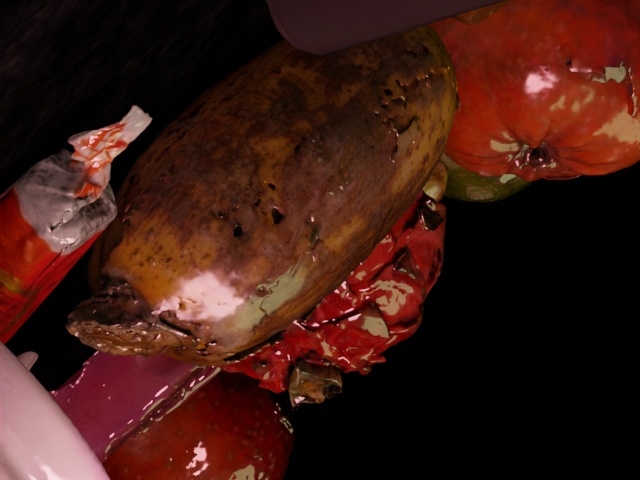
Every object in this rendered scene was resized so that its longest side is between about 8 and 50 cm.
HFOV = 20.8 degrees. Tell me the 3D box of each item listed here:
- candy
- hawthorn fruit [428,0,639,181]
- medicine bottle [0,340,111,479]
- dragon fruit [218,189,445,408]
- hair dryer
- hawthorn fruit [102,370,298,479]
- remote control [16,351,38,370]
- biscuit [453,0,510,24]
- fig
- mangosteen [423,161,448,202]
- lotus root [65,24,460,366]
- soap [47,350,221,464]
[{"bbox_3d":[-0.197,0.016,1.109,0.292,0.059,0.086,-45,177,32],"label":"candy"},{"bbox_3d":[0.236,-0.207,1.789,0.276,0.276,0.307,130,-19,-58],"label":"hawthorn fruit"},{"bbox_3d":[-0.291,0.195,0.971,0.325,0.212,0.212,-42,176,-23],"label":"medicine bottle"},{"bbox_3d":[0.000,0.000,1.609,0.299,0.244,0.244,-59,176,-1],"label":"dragon fruit"},{"bbox_3d":[0.021,-0.176,0.955,0.197,0.089,0.251,-13,171,32],"label":"hair dryer"},{"bbox_3d":[-0.172,0.259,2.277,0.316,0.316,0.316,-43,176,-4],"label":"hawthorn fruit"},{"bbox_3d":[-0.310,0.147,1.483,0.073,0.044,0.229,-42,-175,23],"label":"remote control"},{"bbox_3d":[0.246,-0.355,1.541,0.394,0.070,0.350,-41,173,-39],"label":"biscuit"},{"bbox_3d":[0.126,-0.123,2.082,0.235,0.203,0.203,-19,-177,16],"label":"fig"},{"bbox_3d":[0.046,-0.066,1.781,0.156,0.181,0.146,-29,138,2],"label":"mangosteen"},{"bbox_3d":[-0.037,-0.043,1.315,0.397,0.179,0.196,-46,161,-33],"label":"lotus root"},{"bbox_3d":[-0.202,0.145,2.024,0.289,0.112,0.182,-40,172,-31],"label":"soap"}]
